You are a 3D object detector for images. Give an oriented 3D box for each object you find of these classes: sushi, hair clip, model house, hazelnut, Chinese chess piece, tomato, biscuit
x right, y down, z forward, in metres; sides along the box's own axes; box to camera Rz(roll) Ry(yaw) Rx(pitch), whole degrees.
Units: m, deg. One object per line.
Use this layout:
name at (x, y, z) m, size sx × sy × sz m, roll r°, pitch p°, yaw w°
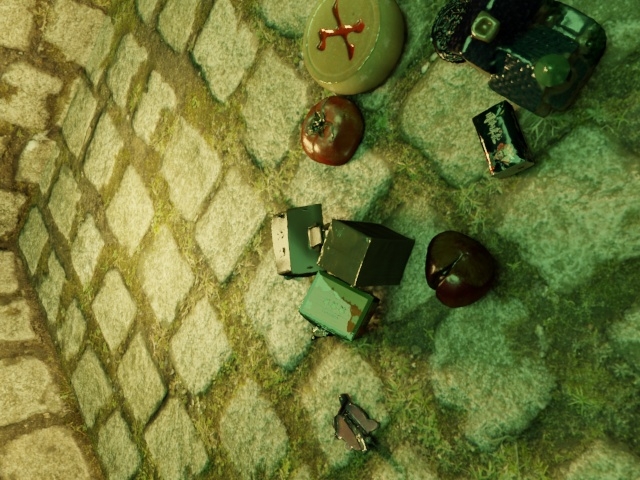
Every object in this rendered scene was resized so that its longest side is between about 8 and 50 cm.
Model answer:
sushi at (0.024, 0.272, 1.698) m, size 0.094 × 0.084 × 0.098 m, roll 2°, pitch 92°, yaw 34°
hair clip at (0.104, 0.586, 1.644) m, size 0.187 × 0.056 × 0.146 m, roll 41°, pitch 115°, yaw 43°
model house at (0.460, -0.447, 1.212) m, size 0.298 × 0.284 × 0.243 m, roll 40°, pitch 117°, yaw 23°
hazelnut at (0.357, 0.072, 1.384) m, size 0.178 × 0.178 × 0.204 m, roll -49°, pitch 54°, yaw 28°
Chinese chess piece at (0.099, -0.620, 1.638) m, size 0.338 × 0.140 × 0.338 m, roll -3°, pitch 86°, yaw 40°
tomato at (0.022, -0.356, 1.721) m, size 0.237 × 0.095 × 0.236 m, roll -3°, pitch 86°, yaw 41°
model house at (0.000, 0.000, 1.642) m, size 0.243 × 0.204 × 0.211 m, roll -19°, pitch 73°, yaw 49°
biscuit at (0.390, -0.576, 1.445) m, size 0.194 × 0.053 × 0.194 m, roll -2°, pitch 88°, yaw 40°

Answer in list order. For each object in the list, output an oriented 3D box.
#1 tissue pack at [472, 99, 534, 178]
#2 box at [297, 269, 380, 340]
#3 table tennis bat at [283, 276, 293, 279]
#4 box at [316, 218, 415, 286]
tissue pack at (0.461, -0.254, 1.344) m, size 0.103 × 0.090 × 0.170 m, roll -26°, pitch 71°, yaw 40°
box at (0.058, 0.193, 1.548) m, size 0.177 × 0.195 × 0.148 m, roll 27°, pitch 88°, yaw 14°
table tennis bat at (-0.116, 0.039, 1.862) m, size 0.124 × 0.033 × 0.201 m, roll -10°, pitch 79°, yaw 42°
box at (0.132, 0.038, 1.519) m, size 0.149 × 0.231 × 0.155 m, roll 28°, pitch 107°, yaw 38°
